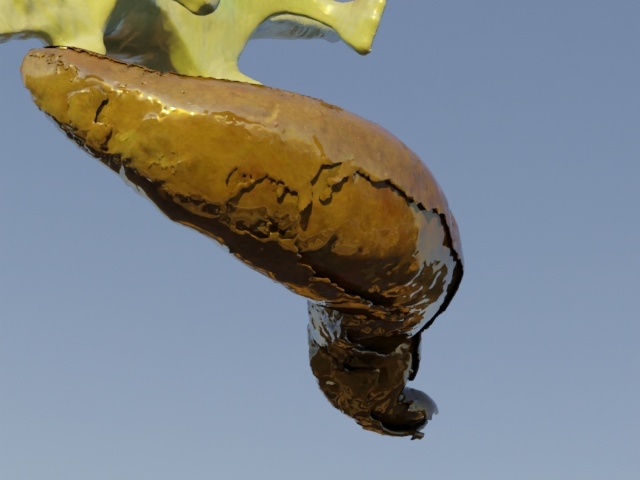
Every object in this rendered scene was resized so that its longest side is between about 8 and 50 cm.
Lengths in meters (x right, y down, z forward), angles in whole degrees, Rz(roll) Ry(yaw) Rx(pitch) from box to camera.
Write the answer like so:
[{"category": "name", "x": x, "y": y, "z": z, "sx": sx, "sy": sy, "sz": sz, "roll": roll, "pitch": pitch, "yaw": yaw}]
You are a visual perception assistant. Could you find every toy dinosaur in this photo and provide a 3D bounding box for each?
[{"category": "toy dinosaur", "x": -0.052, "y": -0.127, "z": 0.582, "sx": 0.206, "sy": 0.393, "sz": 0.092, "roll": 21, "pitch": -63, "yaw": 12}]

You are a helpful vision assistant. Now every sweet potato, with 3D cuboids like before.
[{"category": "sweet potato", "x": 0.004, "y": 0.000, "z": 0.482, "sx": 0.124, "sy": 0.098, "sz": 0.310, "roll": -26, "pitch": -45, "yaw": 18}]
